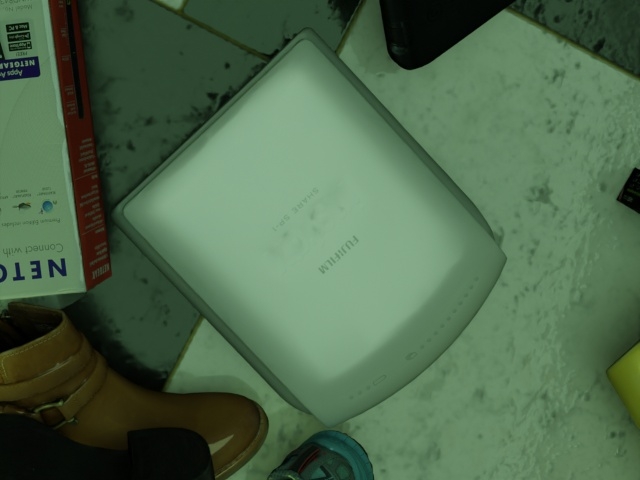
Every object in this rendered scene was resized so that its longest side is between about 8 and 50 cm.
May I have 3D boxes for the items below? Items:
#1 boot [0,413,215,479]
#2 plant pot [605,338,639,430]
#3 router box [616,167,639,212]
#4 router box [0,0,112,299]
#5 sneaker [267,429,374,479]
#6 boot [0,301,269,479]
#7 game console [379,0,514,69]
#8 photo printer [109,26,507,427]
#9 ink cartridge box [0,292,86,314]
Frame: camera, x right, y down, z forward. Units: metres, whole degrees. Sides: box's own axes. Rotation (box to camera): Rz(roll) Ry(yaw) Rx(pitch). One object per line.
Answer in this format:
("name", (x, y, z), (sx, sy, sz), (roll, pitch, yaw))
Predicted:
("boot", (-0.223, 0.269, 1.523), (0.264, 0.096, 0.280), (-4, 138, -9))
("plant pot", (0.401, 0.156, 1.562), (0.254, 0.254, 0.239), (-41, 80, -2))
("router box", (0.336, -0.026, 1.590), (0.092, 0.122, 0.038), (29, 95, -6))
("router box", (-0.362, -0.095, 1.442), (0.335, 0.082, 0.301), (-6, 97, 10))
("sneaker", (-0.035, 0.304, 1.554), (0.104, 0.125, 0.262), (14, 103, 27))
("boot", (-0.199, 0.131, 1.511), (0.283, 0.109, 0.220), (-6, 132, 5))
("game console", (0.167, -0.364, 1.428), (0.342, 0.386, 0.060), (-41, 55, -21))
("photo printer", (0.000, 0.000, 1.565), (0.256, 0.107, 0.307), (-43, 96, -1))
("ink cartridge box", (-0.439, -0.039, 1.551), (0.385, 0.091, 0.308), (-15, 96, 12))
